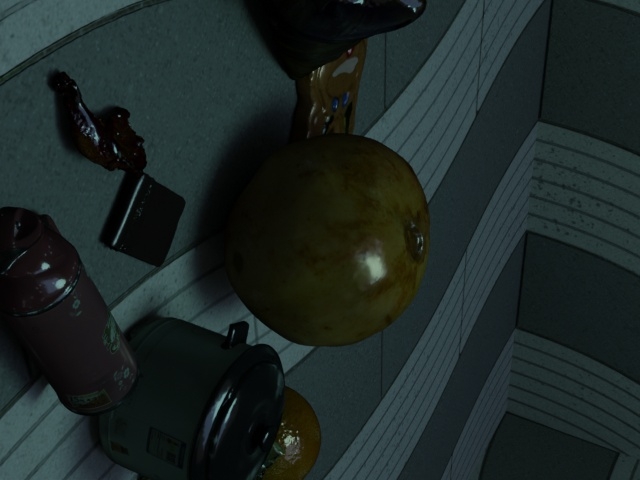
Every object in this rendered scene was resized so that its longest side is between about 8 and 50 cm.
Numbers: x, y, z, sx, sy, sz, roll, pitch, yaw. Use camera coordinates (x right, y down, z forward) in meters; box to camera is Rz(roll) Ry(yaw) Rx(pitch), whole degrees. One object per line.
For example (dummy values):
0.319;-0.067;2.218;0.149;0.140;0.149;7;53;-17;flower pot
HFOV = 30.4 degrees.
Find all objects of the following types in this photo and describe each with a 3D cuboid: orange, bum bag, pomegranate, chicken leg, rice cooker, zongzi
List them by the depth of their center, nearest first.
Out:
-0.258;-0.128;1.397;0.205;0.053;0.093;43;44;-73;chicken leg
-0.228;-0.025;1.568;0.109;0.026;0.159;-71;158;-6;bum bag
-0.166;0.239;1.644;0.241;0.227;0.281;-4;110;-66;rice cooker
-0.008;-0.448;1.656;0.432;0.207;0.404;157;-72;-75;zongzi
0.000;0.000;1.801;0.338;0.338;0.338;-48;147;-45;pomegranate
-0.094;0.327;1.929;0.206;0.206;0.206;-48;147;-45;orange

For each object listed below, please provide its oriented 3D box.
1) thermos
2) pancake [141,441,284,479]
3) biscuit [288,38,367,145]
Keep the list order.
-0.300;0.067;1.359;0.136;0.109;0.330;-59;154;-28;thermos
-0.159;0.390;1.816;0.037;0.253;0.254;-111;-155;-62;pancake
0.022;-0.268;1.940;0.202;0.047;0.334;-29;132;-59;biscuit
